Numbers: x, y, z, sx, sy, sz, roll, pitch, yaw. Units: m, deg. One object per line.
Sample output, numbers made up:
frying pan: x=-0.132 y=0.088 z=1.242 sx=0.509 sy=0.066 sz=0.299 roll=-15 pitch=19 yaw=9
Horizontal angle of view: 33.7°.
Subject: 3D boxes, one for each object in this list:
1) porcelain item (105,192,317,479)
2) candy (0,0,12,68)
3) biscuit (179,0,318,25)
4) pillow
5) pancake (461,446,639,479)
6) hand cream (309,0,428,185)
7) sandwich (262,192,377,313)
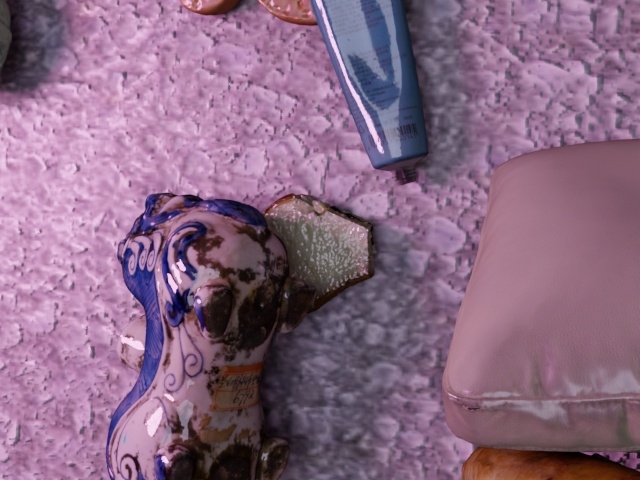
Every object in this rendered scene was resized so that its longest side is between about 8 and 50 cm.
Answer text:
porcelain item: x=-0.119 y=0.101 z=0.911 sx=0.186 sy=0.138 sz=0.288 roll=19 pitch=104 yaw=44
candy: x=-0.316 y=-0.347 z=1.000 sx=0.119 sy=0.119 sz=0.440 roll=12 pitch=86 yaw=17
biscuit: x=-0.047 y=-0.287 z=0.930 sx=0.289 sy=0.044 sz=0.202 roll=-3 pitch=97 yaw=18
pillow: x=0.226 y=0.022 z=0.723 sx=0.255 sy=0.322 sz=0.120 roll=-3 pitch=121 yaw=17
pancake: x=0.247 y=0.190 z=0.688 sx=0.305 sy=0.427 sz=0.067 roll=16 pitch=78 yaw=1
hand cream: x=0.042 y=-0.155 z=0.892 sx=0.083 sy=0.048 sz=0.224 roll=-14 pitch=94 yaw=15
sandwich: x=0.000 y=0.000 z=0.926 sx=0.093 sy=0.036 sz=0.105 roll=-34 pitch=80 yaw=16
